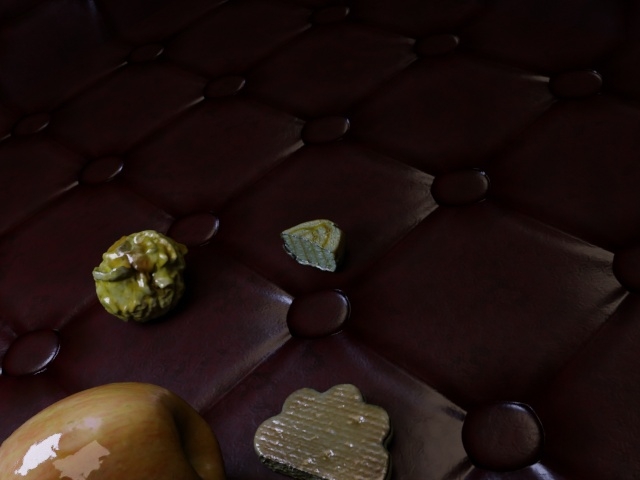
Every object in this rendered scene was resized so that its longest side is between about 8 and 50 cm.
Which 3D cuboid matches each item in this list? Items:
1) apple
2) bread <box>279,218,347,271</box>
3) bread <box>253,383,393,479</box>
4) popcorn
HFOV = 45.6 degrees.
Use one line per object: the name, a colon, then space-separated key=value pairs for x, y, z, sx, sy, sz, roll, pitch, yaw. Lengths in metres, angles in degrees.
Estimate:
apple: x=-0.338 y=0.420 z=1.250 sx=0.346 sy=0.391 sz=0.391 roll=-39 pitch=42 yaw=6
bread: x=-0.004 y=-0.003 z=1.799 sx=0.156 sy=0.103 sz=0.110 roll=20 pitch=59 yaw=27
bread: x=0.024 y=0.364 z=1.430 sx=0.286 sy=0.056 sz=0.207 roll=14 pitch=54 yaw=31
popcorn: x=-0.414 y=0.075 z=1.774 sx=0.235 sy=0.217 sz=0.181 roll=-43 pitch=50 yaw=-10
